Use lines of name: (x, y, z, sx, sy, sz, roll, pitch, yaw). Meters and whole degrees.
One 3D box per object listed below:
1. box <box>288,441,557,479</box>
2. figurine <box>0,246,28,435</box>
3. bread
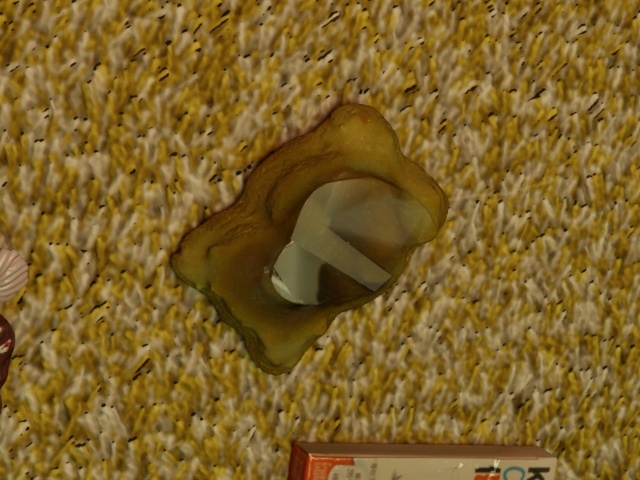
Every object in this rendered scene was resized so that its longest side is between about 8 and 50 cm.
box: (0.084, 0.327, 1.635, 0.265, 0.048, 0.273, 3, 101, -23)
figurine: (-0.322, 0.064, 1.371, 0.175, 0.116, 0.240, -15, 102, -20)
bread: (0.000, 0.000, 1.501, 0.233, 0.088, 0.161, -45, 117, -5)
